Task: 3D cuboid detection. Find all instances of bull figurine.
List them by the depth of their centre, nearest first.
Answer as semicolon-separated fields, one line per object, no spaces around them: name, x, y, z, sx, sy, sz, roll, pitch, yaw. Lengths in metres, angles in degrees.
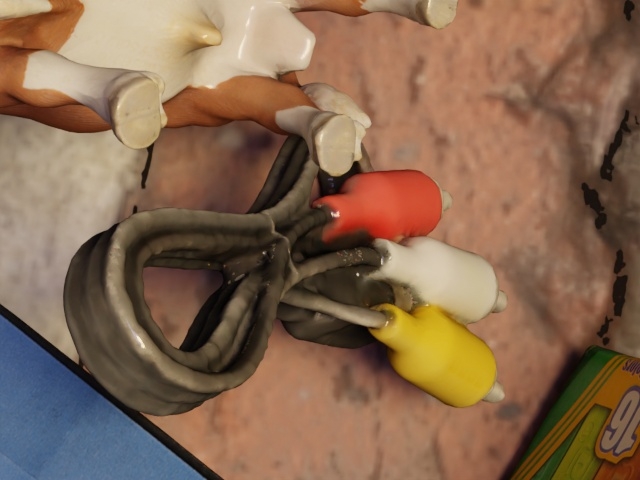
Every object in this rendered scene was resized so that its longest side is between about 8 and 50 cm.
bull figurine;-0.098;-0.084;0.508;0.310;0.188;0.101;-8;111;-51

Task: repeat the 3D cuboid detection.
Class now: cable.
cable;0.000;0.000;0.555;0.072;0.287;0.139;-22;76;20

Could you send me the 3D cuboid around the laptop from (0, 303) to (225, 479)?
laptop;-0.307;0.107;0.474;0.408;0.236;0.382;40;80;-9

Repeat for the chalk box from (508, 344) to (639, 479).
chalk box;0.138;0.216;0.595;0.179;0.180;0.289;33;84;-10
